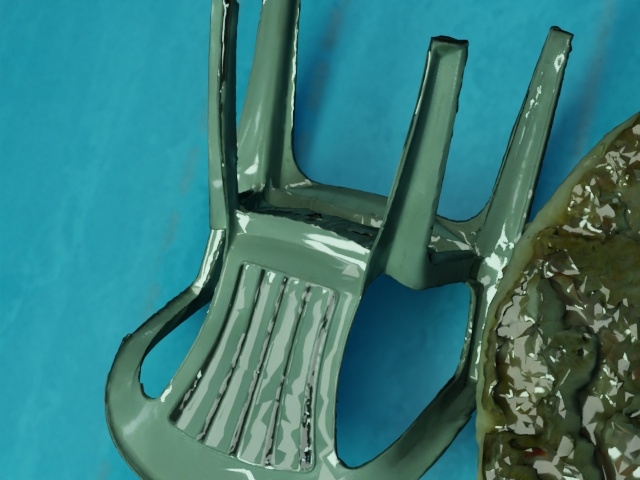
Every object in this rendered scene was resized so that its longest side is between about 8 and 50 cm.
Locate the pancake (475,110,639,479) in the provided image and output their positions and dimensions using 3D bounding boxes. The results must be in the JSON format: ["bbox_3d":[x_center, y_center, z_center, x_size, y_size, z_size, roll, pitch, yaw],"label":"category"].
[{"bbox_3d":[0.258,0.095,0.834,0.382,0.071,0.382,-1,79,5],"label":"pancake"}]

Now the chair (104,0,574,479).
[{"bbox_3d":[0.000,0.000,0.900,0.203,0.190,0.274,15,106,20],"label":"chair"}]
